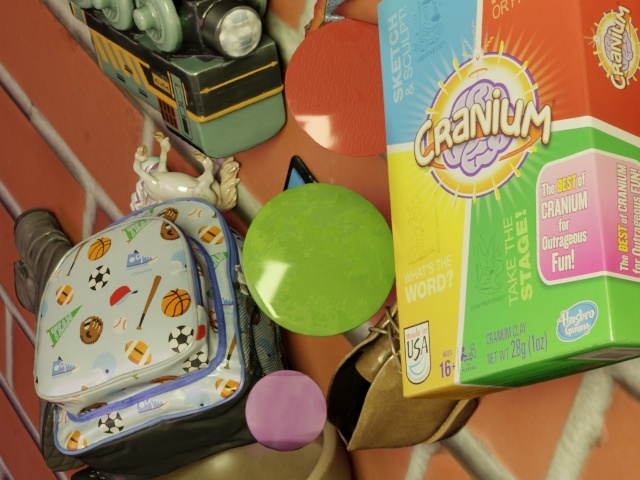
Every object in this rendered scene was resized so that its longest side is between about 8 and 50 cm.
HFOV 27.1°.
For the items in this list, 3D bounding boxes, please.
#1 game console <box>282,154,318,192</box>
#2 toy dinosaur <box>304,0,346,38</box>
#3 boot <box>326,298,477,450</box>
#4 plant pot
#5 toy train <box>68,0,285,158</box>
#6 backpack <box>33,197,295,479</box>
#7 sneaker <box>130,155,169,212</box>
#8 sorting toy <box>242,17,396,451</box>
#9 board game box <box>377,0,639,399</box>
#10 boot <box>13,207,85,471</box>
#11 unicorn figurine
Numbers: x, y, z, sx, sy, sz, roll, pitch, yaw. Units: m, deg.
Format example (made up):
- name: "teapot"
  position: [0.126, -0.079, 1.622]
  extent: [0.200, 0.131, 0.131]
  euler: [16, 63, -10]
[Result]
- name: "game console"
  position: [-0.035, -0.002, 1.315]
  extent: [0.071, 0.107, 0.122]
  euler: [28, 133, 14]
- name: "toy dinosaur"
  position: [0.003, -0.212, 1.164]
  extent: [0.082, 0.090, 0.047]
  euler: [-43, 45, 22]
- name: "boot"
  position: [0.092, 0.080, 1.105]
  extent: [0.112, 0.115, 0.305]
  euler: [57, 143, 33]
- name: "plant pot"
  position: [-0.061, 0.329, 1.375]
  extent: [0.263, 0.263, 0.229]
  euler: [10, 130, 56]
- name: "toy train"
  position: [-0.157, -0.214, 1.359]
  extent: [0.334, 0.142, 0.190]
  euler: [33, 140, 48]
- name: "backpack"
  position: [-0.167, 0.090, 1.367]
  extent: [0.213, 0.276, 0.263]
  euler: [58, -160, -46]
- name: "sneaker"
  position: [-0.194, -0.044, 1.580]
  extent: [0.069, 0.038, 0.098]
  euler: [50, 142, 36]
- name: "sorting toy"
  position: [0.000, 0.000, 1.144]
  extent: [0.126, 0.127, 0.365]
  euler: [119, 163, -80]
- name: "board game box"
  position: [0.135, -0.062, 0.926]
  extent: [0.242, 0.064, 0.316]
  euler: [-28, 61, 58]
- name: "boot"
  position: [-0.369, 0.139, 1.897]
  extent: [0.223, 0.118, 0.338]
  euler: [37, 123, 49]
- name: "unicorn figurine"
  position: [-0.161, -0.066, 1.465]
  extent: [0.162, 0.060, 0.111]
  euler: [23, 137, 30]
